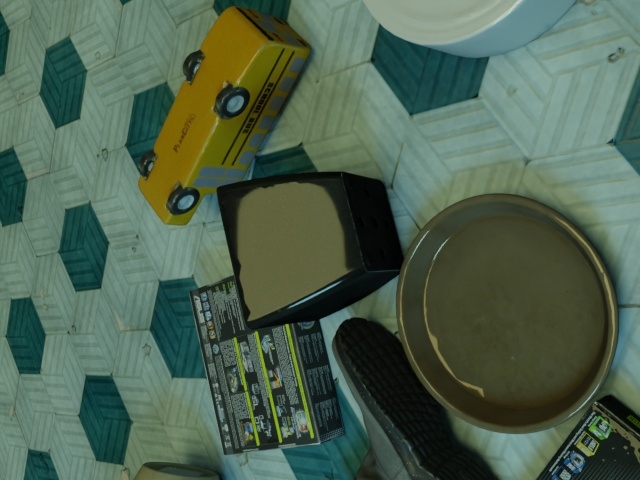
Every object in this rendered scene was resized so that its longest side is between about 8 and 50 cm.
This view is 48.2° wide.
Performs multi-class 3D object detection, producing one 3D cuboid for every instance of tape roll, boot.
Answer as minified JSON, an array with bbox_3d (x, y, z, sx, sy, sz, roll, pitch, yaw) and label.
[{"bbox_3d":[0.170,-0.358,0.812,0.286,0.100,0.286,3,95,41],"label":"tape roll"},{"bbox_3d":[0.071,0.289,0.928,0.223,0.118,0.338,-52,56,36],"label":"boot"}]

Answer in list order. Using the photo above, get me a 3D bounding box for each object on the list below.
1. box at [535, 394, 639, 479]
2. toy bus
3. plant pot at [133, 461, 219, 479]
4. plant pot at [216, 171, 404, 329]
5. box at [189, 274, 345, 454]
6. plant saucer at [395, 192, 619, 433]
[{"bbox_3d":[0.320,0.293,0.750,0.184,0.045,0.191,43,119,33],"label":"box"},{"bbox_3d":[-0.155,-0.179,1.084,0.108,0.130,0.333,48,121,28],"label":"toy bus"},{"bbox_3d":[-0.249,0.509,1.152,0.256,0.256,0.274,1,76,41],"label":"plant pot"},{"bbox_3d":[0.000,0.000,0.934,0.167,0.188,0.188,-19,79,28],"label":"plant pot"},{"bbox_3d":[-0.088,0.180,1.091,0.216,0.060,0.270,-21,79,39],"label":"box"},{"bbox_3d":[0.211,0.084,0.838,0.277,0.041,0.278,2,93,40],"label":"plant saucer"}]
